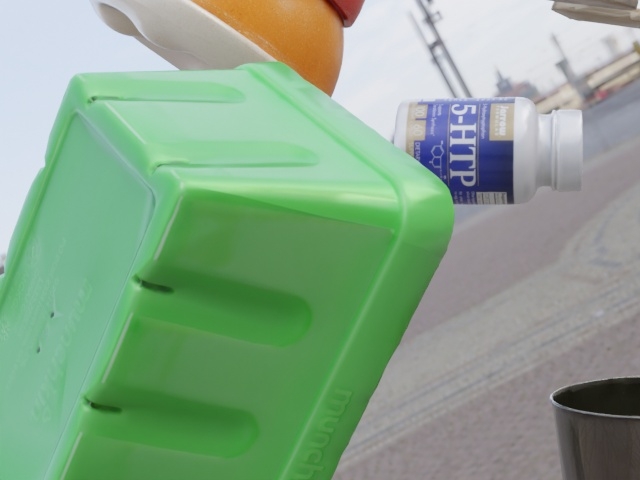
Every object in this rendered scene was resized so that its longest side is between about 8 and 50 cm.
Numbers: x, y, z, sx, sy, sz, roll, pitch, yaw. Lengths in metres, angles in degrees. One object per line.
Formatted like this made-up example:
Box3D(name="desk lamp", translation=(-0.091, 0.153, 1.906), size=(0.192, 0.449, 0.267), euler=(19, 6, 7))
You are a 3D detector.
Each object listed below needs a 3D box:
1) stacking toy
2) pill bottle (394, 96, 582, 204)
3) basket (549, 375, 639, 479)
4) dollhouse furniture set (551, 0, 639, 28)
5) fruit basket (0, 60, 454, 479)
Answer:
Box3D(name="stacking toy", translation=(-0.032, -0.399, 1.345), size=(0.479, 0.351, 0.350), euler=(-58, 1, -2))
Box3D(name="pill bottle", translation=(0.175, -0.093, 1.160), size=(0.187, 0.111, 0.112), euler=(0, 6, 12))
Box3D(name="basket", translation=(0.273, 0.231, 0.878), size=(0.204, 0.226, 0.154), euler=(-2, 3, -31))
Box3D(name="dollhouse furniture set", translation=(0.460, -0.438, 1.387), size=(0.257, 0.361, 0.394), euler=(15, 6, 31))
Box3D(name="fruit basket", translation=(-0.044, 0.071, 0.802), size=(0.392, 0.392, 0.283), euler=(-28, 41, -18))
